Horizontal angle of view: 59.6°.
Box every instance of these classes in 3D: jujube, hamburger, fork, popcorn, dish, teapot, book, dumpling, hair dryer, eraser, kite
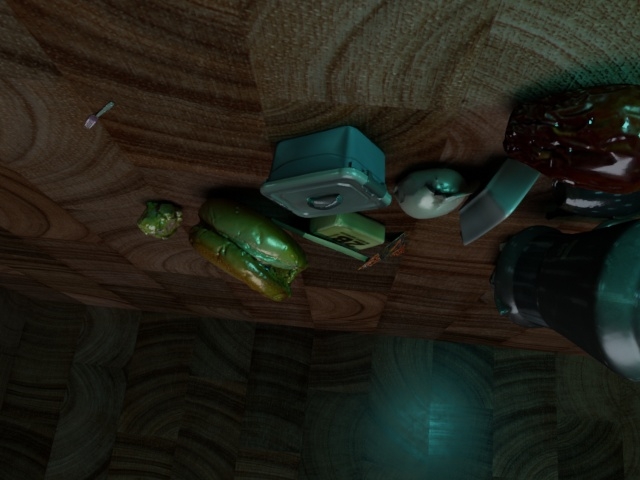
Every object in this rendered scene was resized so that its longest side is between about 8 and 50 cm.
[{"bbox_3d":[0.393,-0.154,0.825,0.236,0.168,0.168,14,167,27],"label":"jujube"},{"bbox_3d":[-0.182,0.012,1.408,0.314,0.170,0.290,31,174,16],"label":"hamburger"},{"bbox_3d":[-0.415,-0.239,1.052,0.016,0.012,0.115,17,155,-40],"label":"fork"},{"bbox_3d":[-0.428,-0.052,1.491,0.089,0.109,0.097,30,141,39],"label":"popcorn"},{"bbox_3d":[0.333,-0.079,1.106,0.064,0.154,0.234,40,159,4],"label":"dish"},{"bbox_3d":[0.575,0.074,1.119,0.305,0.376,0.362,61,160,-19],"label":"teapot"},{"bbox_3d":[0.000,-0.001,1.513,0.242,0.018,0.170,21,-178,-39],"label":"book"},{"bbox_3d":[0.239,-0.095,1.146,0.150,0.092,0.176,-1,160,-34],"label":"dumpling"},{"bbox_3d":[0.560,-0.085,1.103,0.304,0.120,0.359,-7,173,-4],"label":"hair dryer"},{"bbox_3d":[0.069,-0.029,1.439,0.172,0.058,0.117,21,156,-37],"label":"eraser"},{"bbox_3d":[0.199,0.018,1.533,0.222,0.008,0.125,-18,150,-44],"label":"kite"}]

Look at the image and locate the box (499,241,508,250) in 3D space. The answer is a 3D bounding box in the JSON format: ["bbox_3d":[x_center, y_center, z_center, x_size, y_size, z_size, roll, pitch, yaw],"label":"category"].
[{"bbox_3d":[0.572,0.030,1.496,0.167,0.024,0.090,16,160,-27],"label":"box"}]

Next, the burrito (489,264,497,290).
[{"bbox_3d":[0.545,0.104,1.560,0.139,0.101,0.445,11,173,11],"label":"burrito"}]

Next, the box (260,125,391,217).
[{"bbox_3d":[0.013,-0.121,1.069,0.227,0.130,0.162,-5,159,35],"label":"box"}]
